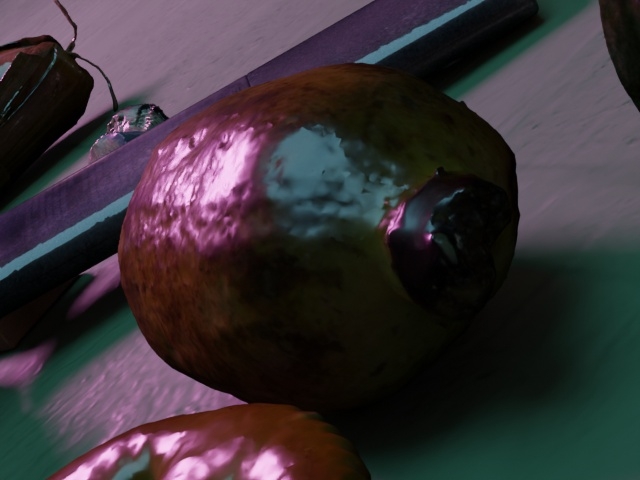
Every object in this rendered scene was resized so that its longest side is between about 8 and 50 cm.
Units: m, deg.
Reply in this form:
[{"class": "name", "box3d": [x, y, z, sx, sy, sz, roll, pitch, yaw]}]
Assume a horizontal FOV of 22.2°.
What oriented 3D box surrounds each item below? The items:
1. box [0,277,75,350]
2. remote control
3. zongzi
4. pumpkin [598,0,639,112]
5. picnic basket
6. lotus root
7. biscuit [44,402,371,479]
[{"class": "box", "box3d": [-0.207, 0.039, 1.051, 0.079, 0.035, 0.083, -14, 29, 45]}, {"class": "remote control", "box3d": [-0.050, -0.064, 0.972, 0.377, 0.044, 0.107, -29, 28, 3]}, {"class": "zongzi", "box3d": [-0.283, -0.054, 1.325, 0.247, 0.111, 0.241, -27, 39, 7]}, {"class": "pumpkin", "box3d": [0.197, -0.120, 0.627, 0.107, 0.119, 0.183, -12, 36, 52]}, {"class": "picnic basket", "box3d": [-0.112, -0.048, 1.067, 0.065, 0.083, 0.083, -27, -23, 26]}, {"class": "lotus root", "box3d": [0.000, 0.000, 0.665, 0.145, 0.128, 0.260, -57, 19, -14]}, {"class": "biscuit", "box3d": [-0.068, 0.144, 0.545, 0.220, 0.066, 0.220, -30, 24, 15]}]
